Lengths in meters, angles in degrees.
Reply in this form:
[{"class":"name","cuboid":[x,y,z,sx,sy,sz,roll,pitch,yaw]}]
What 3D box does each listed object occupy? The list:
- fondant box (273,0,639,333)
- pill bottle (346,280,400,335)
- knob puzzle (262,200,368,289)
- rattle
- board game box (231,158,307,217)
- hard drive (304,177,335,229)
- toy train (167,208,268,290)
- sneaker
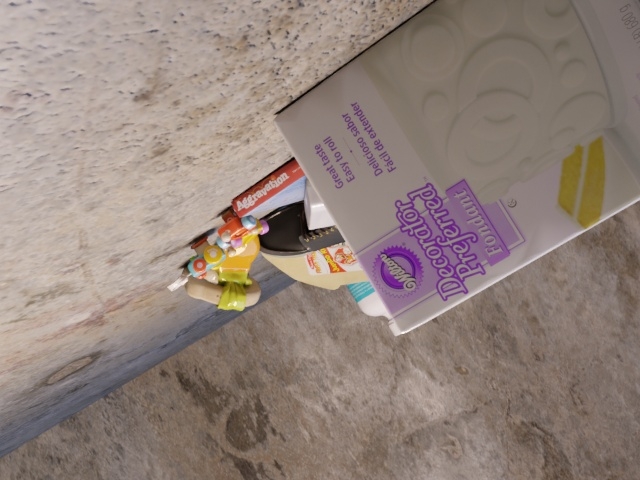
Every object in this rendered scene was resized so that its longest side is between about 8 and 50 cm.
[{"class":"fondant box","cuboid":[0.157,-0.099,0.932,0.330,0.238,0.096,-33,175,24]},{"class":"pill bottle","cuboid":[0.098,0.027,1.758,0.146,0.264,0.146,-30,175,-3]},{"class":"knob puzzle","cuboid":[0.000,0.000,1.652,0.213,0.213,0.030,-33,-150,30]},{"class":"rattle","cuboid":[-0.146,0.020,1.614,0.130,0.143,0.200,1,-164,6]},{"class":"board game box","cuboid":[0.006,-0.093,1.365,0.145,0.027,0.281,-31,176,25]},{"class":"hard drive","cuboid":[0.156,-0.077,1.327,0.352,0.047,0.233,-10,175,-2]},{"class":"toy train","cuboid":[-0.138,0.000,1.369,0.166,0.046,0.125,-37,172,29]},{"class":"sneaker","cuboid":[-0.008,-0.032,1.516,0.222,0.083,0.118,-12,168,13]}]
